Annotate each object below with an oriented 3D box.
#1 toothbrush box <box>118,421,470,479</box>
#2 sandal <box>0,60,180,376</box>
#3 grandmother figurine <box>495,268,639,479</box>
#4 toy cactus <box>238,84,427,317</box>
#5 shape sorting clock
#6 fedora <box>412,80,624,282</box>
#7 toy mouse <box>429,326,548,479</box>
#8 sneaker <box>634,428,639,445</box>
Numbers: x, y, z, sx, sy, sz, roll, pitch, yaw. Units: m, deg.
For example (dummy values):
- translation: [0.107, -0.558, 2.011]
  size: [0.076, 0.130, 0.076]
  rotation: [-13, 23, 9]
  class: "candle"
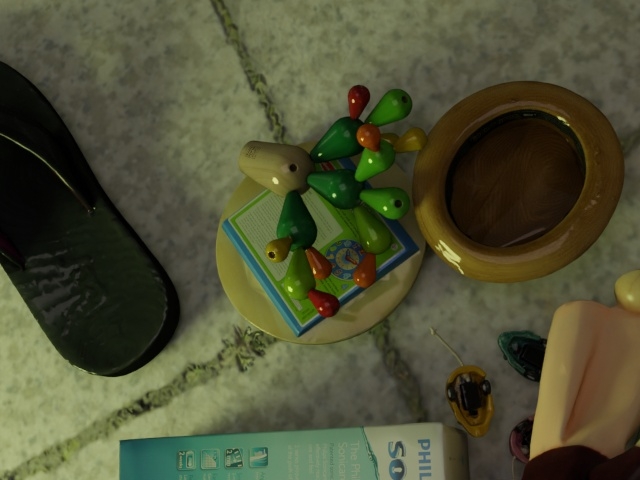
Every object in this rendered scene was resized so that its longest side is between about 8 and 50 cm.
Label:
- translation: [-0.018, 0.275, 1.087]
  size: [0.295, 0.126, 0.216]
  rotation: [-7, 77, 16]
  class: "toothbrush box"
- translation: [-0.309, -0.053, 1.256]
  size: [0.167, 0.107, 0.446]
  rotation: [-47, 70, 2]
  class: "sandal"
- translation: [0.190, 0.180, 0.960]
  size: [0.104, 0.208, 0.342]
  rotation: [34, 48, -5]
  class: "grandmother figurine"
- translation: [-0.004, -0.052, 1.138]
  size: [0.180, 0.112, 0.219]
  rotation: [20, 88, 33]
  class: "toy cactus"
- translation: [0.000, 0.000, 1.188]
  size: [0.206, 0.040, 0.206]
  rotation: [-6, 71, 17]
  class: "shape sorting clock"
- translation: [0.178, -0.046, 1.126]
  size: [0.194, 0.079, 0.194]
  rotation: [-4, 72, 12]
  class: "fedora"
- translation: [0.182, 0.138, 1.103]
  size: [0.143, 0.031, 0.161]
  rotation: [-14, 81, -13]
  class: "toy mouse"
- translation: [0.360, 0.115, 0.992]
  size: [0.121, 0.108, 0.302]
  rotation: [22, 118, -7]
  class: "sneaker"
